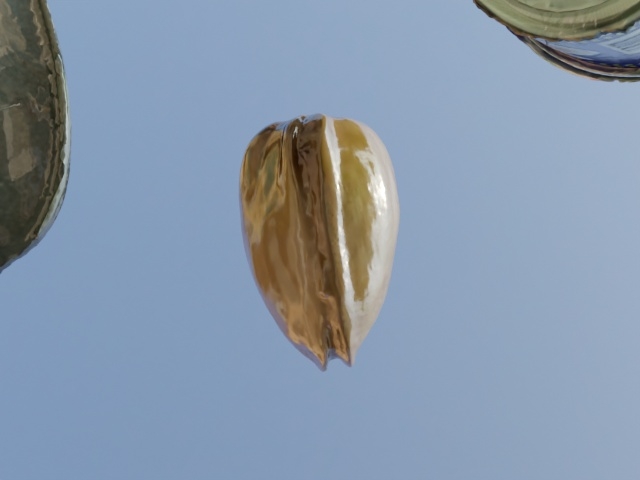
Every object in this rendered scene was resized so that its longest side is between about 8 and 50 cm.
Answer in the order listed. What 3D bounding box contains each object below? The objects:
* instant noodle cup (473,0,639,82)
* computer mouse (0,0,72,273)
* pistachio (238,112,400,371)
[{"bbox_3d":[0.229,-0.261,1.106,0.284,0.312,0.284,4,-79,20],"label":"instant noodle cup"},{"bbox_3d":[-0.280,-0.142,0.841,0.203,0.114,0.374,-23,-111,-13],"label":"computer mouse"},{"bbox_3d":[0.000,0.000,1.349,0.162,0.213,0.261,-2,-95,7],"label":"pistachio"}]
